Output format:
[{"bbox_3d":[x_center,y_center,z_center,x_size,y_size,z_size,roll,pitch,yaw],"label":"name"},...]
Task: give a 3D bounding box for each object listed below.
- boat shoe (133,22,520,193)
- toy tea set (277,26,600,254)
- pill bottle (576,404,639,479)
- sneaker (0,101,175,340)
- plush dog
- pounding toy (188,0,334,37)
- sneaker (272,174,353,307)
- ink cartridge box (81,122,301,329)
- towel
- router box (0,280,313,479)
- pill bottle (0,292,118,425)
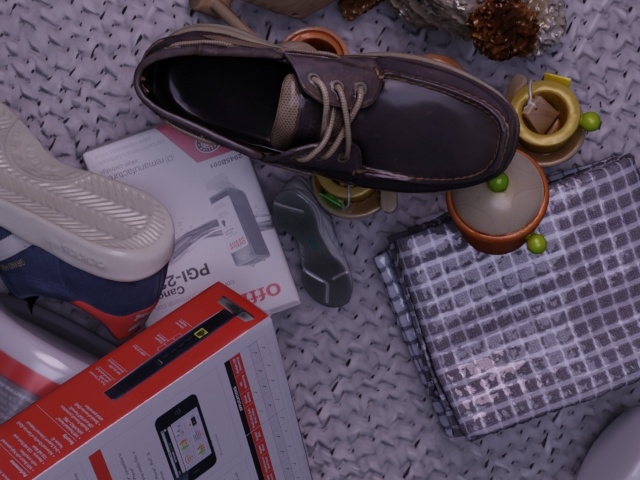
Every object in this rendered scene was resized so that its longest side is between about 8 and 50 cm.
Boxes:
[{"bbox_3d":[-0.005,-0.106,1.195,0.355,0.130,0.132,11,108,16],"label":"boat shoe"},{"bbox_3d":[0.092,-0.108,1.297,0.336,0.124,0.200,14,75,11],"label":"toy tea set"},{"bbox_3d":[0.421,0.306,1.405,0.301,0.169,0.169,36,90,-8],"label":"pill bottle"},{"bbox_3d":[-0.294,-0.020,1.278,0.350,0.131,0.148,32,135,22],"label":"sneaker"},{"bbox_3d":[0.124,-0.276,1.291,0.211,0.225,0.262,-23,97,-4],"label":"plush dog"},{"bbox_3d":[-0.033,-0.265,1.319,0.094,0.206,0.181,11,69,-40],"label":"pounding toy"},{"bbox_3d":[0.000,0.000,1.387,0.054,0.061,0.152,-11,118,20],"label":"sneaker"},{"bbox_3d":[-0.129,-0.013,1.354,0.159,0.092,0.217,-20,99,-4],"label":"ink cartridge box"},{"bbox_3d":[0.222,0.060,1.385,0.284,0.121,0.235,-20,96,-4],"label":"towel"},{"bbox_3d":[-0.151,0.252,1.246,0.301,0.082,0.335,-33,132,-26],"label":"router box"},{"bbox_3d":[-0.327,0.250,1.294,0.210,0.210,0.363,29,92,-8],"label":"pill bottle"}]
